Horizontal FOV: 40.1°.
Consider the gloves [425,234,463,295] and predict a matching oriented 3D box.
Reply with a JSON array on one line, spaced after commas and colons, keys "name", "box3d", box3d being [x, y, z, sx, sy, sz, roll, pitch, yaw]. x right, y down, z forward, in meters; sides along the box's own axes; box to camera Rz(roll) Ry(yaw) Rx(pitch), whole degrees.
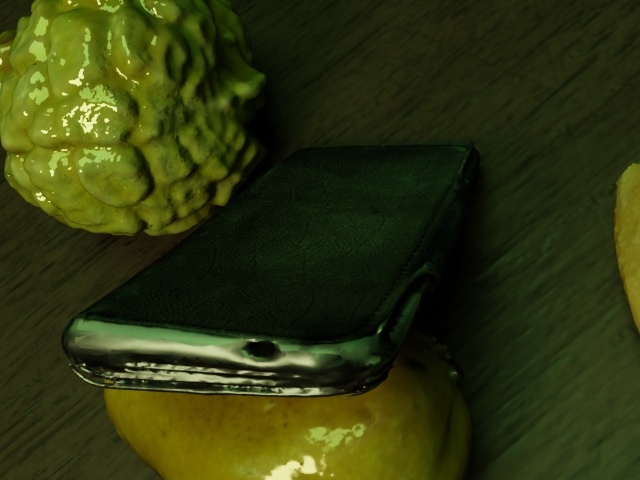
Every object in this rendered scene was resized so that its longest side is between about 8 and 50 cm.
[{"name": "gloves", "box3d": [0.063, 0.014, 0.627, 0.064, 0.026, 0.086, 17, 66, 30]}]

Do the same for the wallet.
[{"name": "wallet", "box3d": [0.000, 0.000, 0.548, 0.172, 0.045, 0.318, 0, 23, 20]}]

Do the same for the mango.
[{"name": "mango", "box3d": [-0.031, 0.105, 0.552, 0.261, 0.130, 0.167, 16, 61, 40]}]

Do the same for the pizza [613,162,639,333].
[{"name": "pizza", "box3d": [0.297, 0.029, 0.473, 0.228, 0.081, 0.290, -29, 52, 7]}]

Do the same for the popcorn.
[{"name": "popcorn", "box3d": [-0.162, -0.122, 0.711, 0.251, 0.205, 0.237, 19, 85, 44]}]
